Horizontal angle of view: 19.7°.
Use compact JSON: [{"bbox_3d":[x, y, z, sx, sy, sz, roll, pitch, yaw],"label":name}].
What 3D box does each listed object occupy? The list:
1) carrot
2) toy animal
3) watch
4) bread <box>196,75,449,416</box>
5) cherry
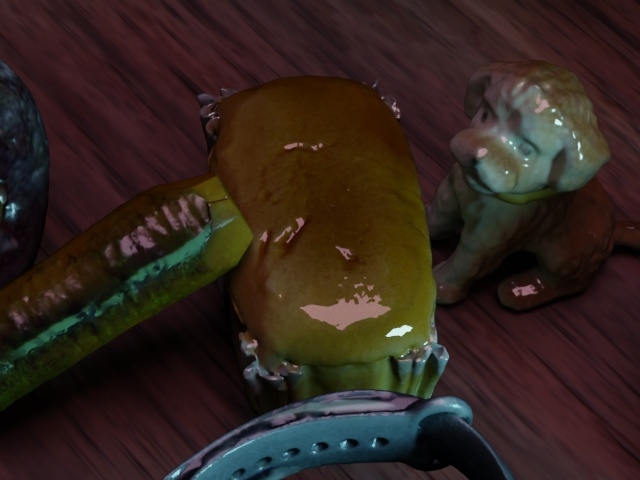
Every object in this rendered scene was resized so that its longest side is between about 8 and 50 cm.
[{"bbox_3d":[-0.159,0.048,1.106,0.260,0.070,0.070,-35,58,-4],"label":"carrot"},{"bbox_3d":[0.161,-0.047,1.194,0.184,0.185,0.104,-5,48,-11],"label":"toy animal"},{"bbox_3d":[0.019,0.166,1.007,0.206,0.068,0.193,-34,60,-28],"label":"watch"},{"bbox_3d":[0.000,0.000,1.189,0.136,0.107,0.241,-5,49,-7],"label":"bread"},{"bbox_3d":[-0.264,-0.038,1.140,0.195,0.195,0.195,3,49,-4],"label":"cherry"}]
